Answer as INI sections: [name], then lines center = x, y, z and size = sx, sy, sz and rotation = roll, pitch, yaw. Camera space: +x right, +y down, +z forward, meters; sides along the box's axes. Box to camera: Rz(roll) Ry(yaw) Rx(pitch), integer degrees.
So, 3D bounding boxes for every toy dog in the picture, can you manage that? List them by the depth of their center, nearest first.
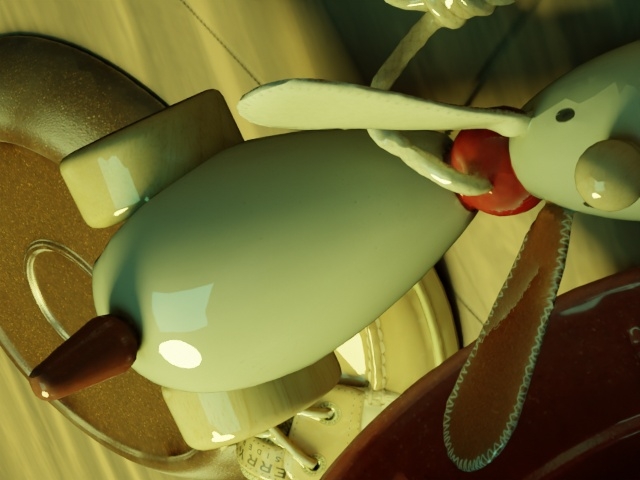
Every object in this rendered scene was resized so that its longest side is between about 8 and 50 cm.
[toy dog]
center = 0.000, 0.000, 0.800
size = 0.220, 0.161, 0.334
rotation = 47, 132, 2

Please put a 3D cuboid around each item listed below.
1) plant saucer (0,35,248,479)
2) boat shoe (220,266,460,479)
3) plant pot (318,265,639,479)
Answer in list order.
[plant saucer]
center = -0.130, 0.026, 1.153
size = 0.311, 0.050, 0.310
rotation = 30, 141, 28
[boat shoe]
center = 0.002, 0.092, 1.009
size = 0.109, 0.098, 0.302
rotation = 27, 140, 32
[plant pot]
center = 0.156, 0.193, 0.798
size = 0.272, 0.272, 0.265
rotation = -4, 127, 52
